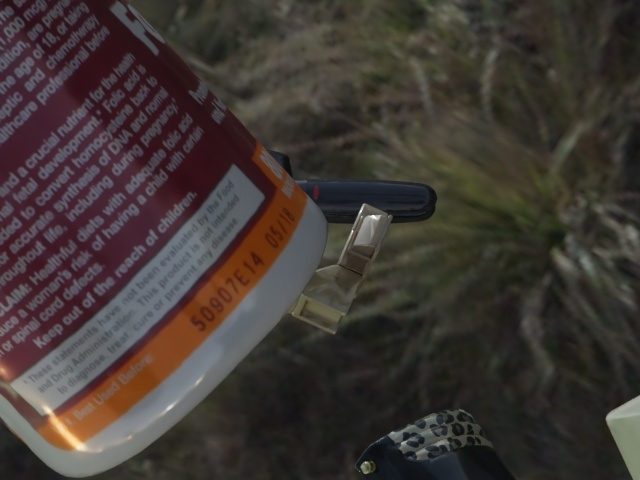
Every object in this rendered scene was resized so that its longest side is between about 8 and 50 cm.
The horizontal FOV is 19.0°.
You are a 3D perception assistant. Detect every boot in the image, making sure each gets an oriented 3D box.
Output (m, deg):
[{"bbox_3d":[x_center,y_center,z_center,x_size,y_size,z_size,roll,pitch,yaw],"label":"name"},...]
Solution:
[{"bbox_3d":[0.061,0.229,1.307,0.236,0.085,0.178,-26,54,-18],"label":"boot"}]

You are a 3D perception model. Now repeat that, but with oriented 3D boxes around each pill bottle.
[{"bbox_3d":[-0.201,-0.073,1.099,0.224,0.392,0.224,-41,12,11],"label":"pill bottle"}]

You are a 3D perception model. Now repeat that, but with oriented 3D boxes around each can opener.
[{"bbox_3d":[-0.005,-0.033,1.438,0.186,0.059,0.073,4,85,8],"label":"can opener"}]

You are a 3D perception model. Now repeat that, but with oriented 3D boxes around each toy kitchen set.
[{"bbox_3d":[0.000,0.000,1.253,0.068,0.075,0.083,116,178,-58],"label":"toy kitchen set"}]

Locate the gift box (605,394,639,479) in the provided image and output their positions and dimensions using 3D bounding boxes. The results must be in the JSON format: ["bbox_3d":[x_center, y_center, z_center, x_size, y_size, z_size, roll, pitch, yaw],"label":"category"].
[{"bbox_3d":[0.272,0.100,0.738,0.255,0.276,0.258,-31,2,-15],"label":"gift box"}]
